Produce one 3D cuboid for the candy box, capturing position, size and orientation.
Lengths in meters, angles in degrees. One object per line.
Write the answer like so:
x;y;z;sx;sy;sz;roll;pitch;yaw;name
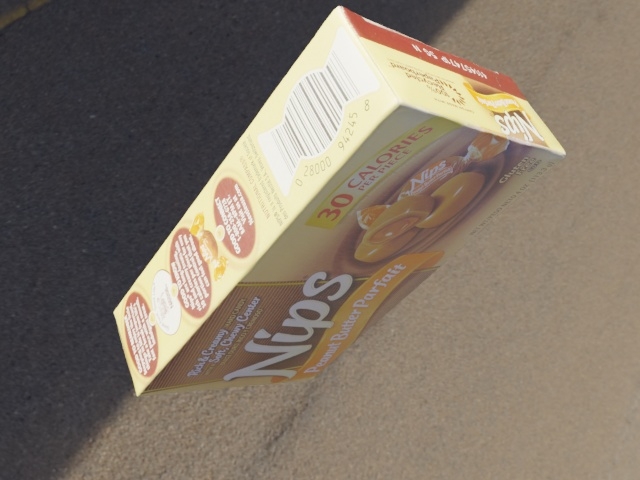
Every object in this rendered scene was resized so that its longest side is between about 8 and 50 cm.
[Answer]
0.000;0.000;0.496;0.183;0.316;0.087;6;49;-43;candy box
